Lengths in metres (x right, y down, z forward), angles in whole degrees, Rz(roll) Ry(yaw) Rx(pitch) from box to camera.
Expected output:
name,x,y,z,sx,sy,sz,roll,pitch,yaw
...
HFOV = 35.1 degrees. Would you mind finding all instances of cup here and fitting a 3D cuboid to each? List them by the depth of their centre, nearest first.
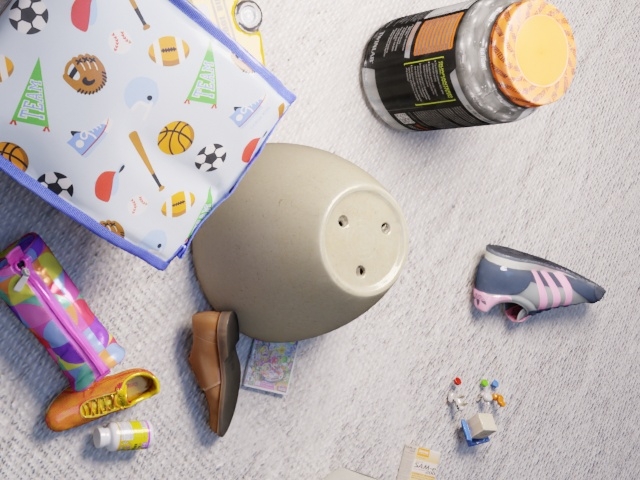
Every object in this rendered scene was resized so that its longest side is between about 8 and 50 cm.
name,x,y,z,sx,sy,sz,roll,pitch,yaw
cup,0.000,0.000,1.579,0.331,0.237,0.331,1,88,-35

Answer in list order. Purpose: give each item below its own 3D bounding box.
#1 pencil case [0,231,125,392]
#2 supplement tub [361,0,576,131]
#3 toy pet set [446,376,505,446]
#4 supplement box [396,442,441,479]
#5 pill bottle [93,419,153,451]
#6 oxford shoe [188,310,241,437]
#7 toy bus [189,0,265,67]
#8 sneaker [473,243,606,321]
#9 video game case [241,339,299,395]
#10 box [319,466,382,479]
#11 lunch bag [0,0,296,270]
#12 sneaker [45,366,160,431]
name,x,y,z,sx,sy,sz,roll,pitch,yaw
pencil case,-0.372,0.100,1.416,0.104,0.104,0.236,-45,116,-25
supplement tub,0.243,-0.292,1.683,0.207,0.338,0.207,-2,93,-35
toy pet set,0.292,0.326,1.920,0.122,0.065,0.114,11,50,-37
supplement box,0.176,0.425,1.841,0.062,0.036,0.098,20,80,-34
pill bottle,-0.294,0.292,1.508,0.083,0.043,0.043,3,90,-34
oxford shoe,-0.169,0.207,1.586,0.076,0.076,0.212,-49,141,-69
toy bus,-0.185,-0.385,1.526,0.130,0.108,0.333,-24,105,-30
sneaker,0.420,0.101,1.975,0.319,0.112,0.131,15,99,-31
video game case,-0.078,0.189,1.674,0.087,0.011,0.122,19,81,-33
box,0.050,0.526,1.703,0.148,0.126,0.232,-26,105,-31
lunch bag,-0.267,-0.184,1.359,0.385,0.239,0.328,36,92,-22
sneaker,-0.318,0.228,1.476,0.175,0.067,0.064,-24,106,-30
